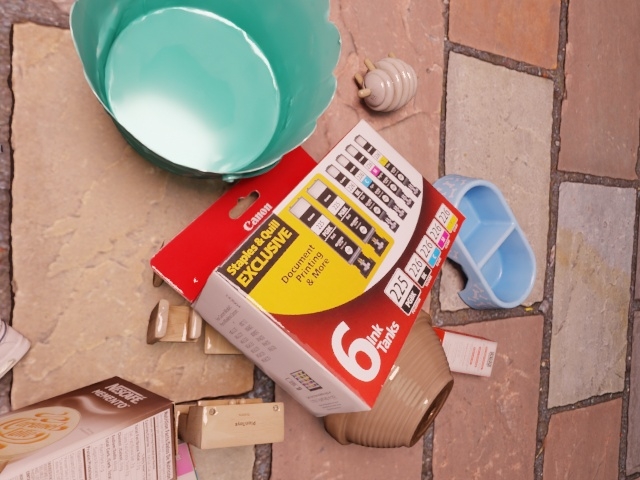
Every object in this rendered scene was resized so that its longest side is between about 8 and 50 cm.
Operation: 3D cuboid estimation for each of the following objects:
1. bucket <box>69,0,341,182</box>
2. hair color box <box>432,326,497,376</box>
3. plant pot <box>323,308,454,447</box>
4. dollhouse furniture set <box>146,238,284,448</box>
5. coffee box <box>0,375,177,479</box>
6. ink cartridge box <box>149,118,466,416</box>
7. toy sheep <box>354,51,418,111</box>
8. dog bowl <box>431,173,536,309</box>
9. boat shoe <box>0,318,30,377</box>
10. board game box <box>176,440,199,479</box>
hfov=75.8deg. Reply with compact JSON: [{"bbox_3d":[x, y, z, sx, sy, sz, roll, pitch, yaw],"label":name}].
[{"bbox_3d":[-0.130,-0.203,0.484,0.280,0.183,0.282,0,91,-23],"label":"bucket"},{"bbox_3d":[0.269,0.214,0.789,0.141,0.043,0.072,17,86,-25],"label":"hair color box"},{"bbox_3d":[0.122,0.223,0.618,0.237,0.109,0.238,-33,139,-35],"label":"plant pot"},{"bbox_3d":[-0.126,0.141,0.565,0.211,0.161,0.243,9,67,-26],"label":"dollhouse furniture set"},{"bbox_3d":[-0.291,0.236,0.412,0.246,0.141,0.099,-7,97,-53],"label":"coffee box"},{"bbox_3d":[0.000,0.000,0.515,0.271,0.130,0.309,42,54,-5],"label":"ink cartridge box"},{"bbox_3d":[0.106,-0.250,0.660,0.132,0.091,0.091,-29,105,-27],"label":"toy sheep"},{"bbox_3d":[0.308,0.008,0.779,0.166,0.074,0.297,-43,109,-17],"label":"dog bowl"},{"bbox_3d":[-0.414,0.182,0.430,0.226,0.083,0.076,-46,139,-16],"label":"boat shoe"},{"bbox_3d":[-0.279,0.324,0.417,0.316,0.242,0.064,0,94,-26],"label":"board game box"}]
